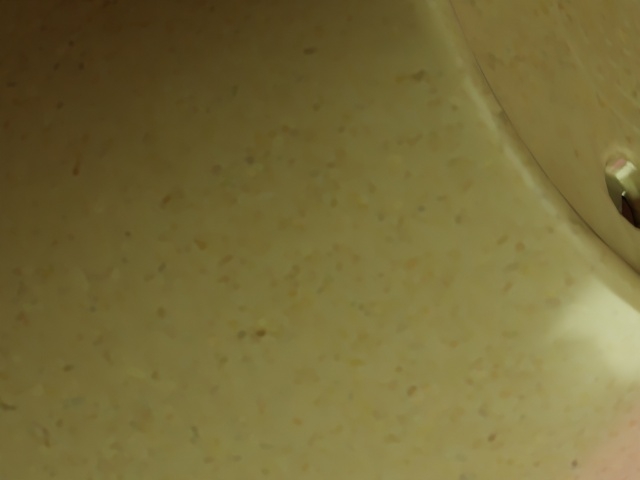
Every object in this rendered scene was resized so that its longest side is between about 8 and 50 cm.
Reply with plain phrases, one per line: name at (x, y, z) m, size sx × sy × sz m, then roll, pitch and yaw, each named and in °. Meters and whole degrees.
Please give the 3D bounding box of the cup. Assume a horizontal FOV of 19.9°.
cup at (0.000, 0.000, 0.491) m, size 0.237 × 0.331 × 0.331 m, roll -33°, pitch -165°, yaw 38°
